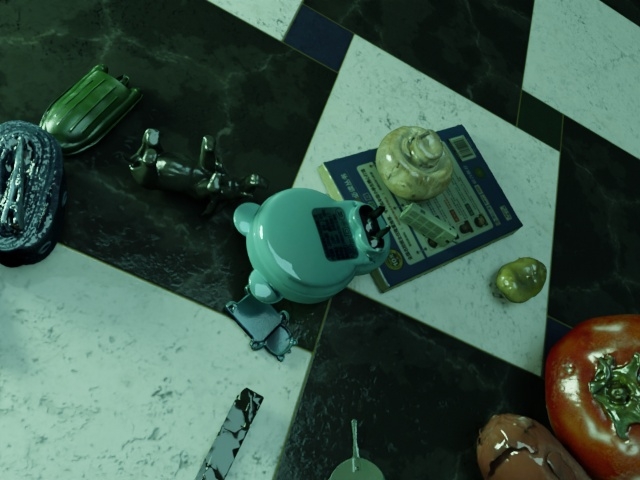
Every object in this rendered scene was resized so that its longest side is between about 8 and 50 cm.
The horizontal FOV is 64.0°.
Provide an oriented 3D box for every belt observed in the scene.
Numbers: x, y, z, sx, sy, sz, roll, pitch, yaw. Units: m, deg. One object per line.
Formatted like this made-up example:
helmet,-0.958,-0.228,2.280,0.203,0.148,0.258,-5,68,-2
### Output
belt,-0.456,-0.076,0.781,0.122,0.128,0.218,5,67,-22

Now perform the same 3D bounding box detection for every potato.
potato,0.440,0.087,1.129,0.137,0.070,0.092,-20,78,-27

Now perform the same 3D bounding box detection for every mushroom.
mushroom,0.195,-0.161,1.055,0.166,0.127,0.166,6,66,-12

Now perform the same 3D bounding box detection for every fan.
fan,0.062,0.395,0.869,0.113,0.005,0.176,6,67,-20

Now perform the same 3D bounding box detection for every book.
book,0.235,-0.091,1.137,0.427,0.039,0.300,-19,76,-29

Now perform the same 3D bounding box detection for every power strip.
power strip,0.227,-0.029,1.053,0.136,0.051,0.019,33,52,-7

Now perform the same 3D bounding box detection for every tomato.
tomato,0.602,0.306,0.978,0.289,0.293,0.325,31,47,-45

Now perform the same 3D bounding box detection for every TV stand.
TV stand,-0.160,0.346,0.775,0.036,0.042,0.249,32,59,-10

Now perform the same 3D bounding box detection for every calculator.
calculator,-0.100,0.147,0.902,0.141,0.019,0.094,47,59,0

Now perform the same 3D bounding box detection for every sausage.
sausage,0.392,0.433,0.910,0.280,0.152,0.152,48,59,3

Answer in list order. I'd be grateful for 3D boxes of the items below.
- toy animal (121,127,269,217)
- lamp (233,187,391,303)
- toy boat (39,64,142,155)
toy animal,-0.214,-0.121,0.898,0.244,0.146,0.115,23,67,-11
lamp,-0.004,0.004,0.928,0.283,0.147,0.210,-13,74,-13
toy boat,-0.412,-0.234,0.917,0.104,0.052,0.210,34,60,-9
